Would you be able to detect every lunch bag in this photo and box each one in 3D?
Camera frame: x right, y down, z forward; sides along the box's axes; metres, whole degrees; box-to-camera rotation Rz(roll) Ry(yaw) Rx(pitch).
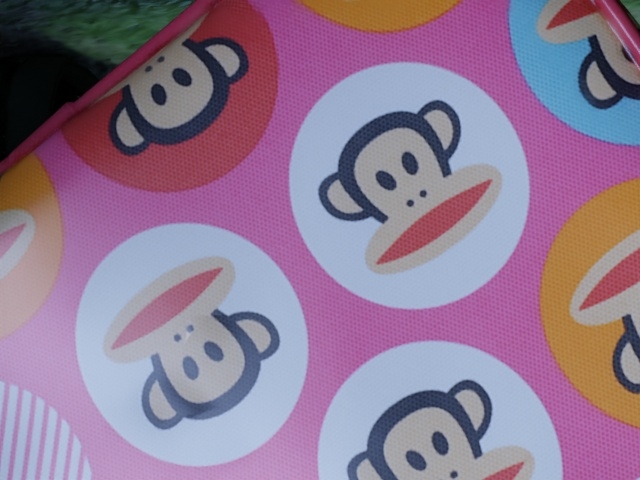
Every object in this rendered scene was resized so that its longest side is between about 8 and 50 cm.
[{"bbox_3d":[0.005,0.070,0.509,0.293,0.258,0.120,-35,168,6],"label":"lunch bag"}]

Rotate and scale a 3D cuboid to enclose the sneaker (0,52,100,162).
[{"bbox_3d":[-0.128,0.006,0.706,0.147,0.104,0.296,-2,168,5],"label":"sneaker"}]
